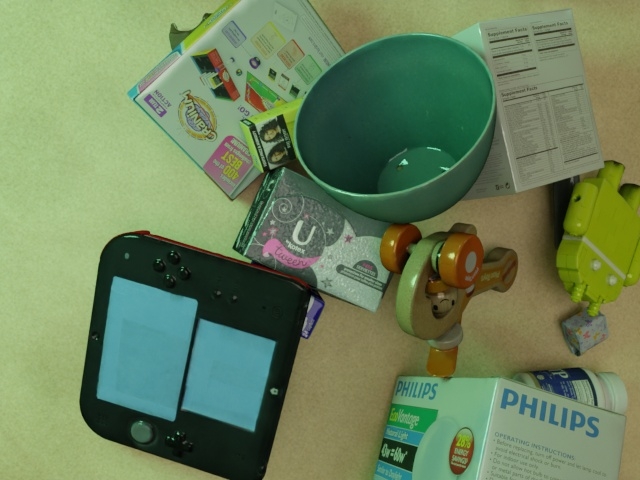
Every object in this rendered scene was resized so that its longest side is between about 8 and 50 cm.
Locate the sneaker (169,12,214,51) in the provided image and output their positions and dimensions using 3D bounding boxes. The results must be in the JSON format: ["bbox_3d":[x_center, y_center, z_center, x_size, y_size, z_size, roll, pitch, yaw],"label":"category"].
[{"bbox_3d":[-0.167,-0.364,1.077,0.189,0.066,0.071,-18,92,-6],"label":"sneaker"}]

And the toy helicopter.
[{"bbox_3d":[0.243,0.084,1.059,0.355,0.140,0.234,-8,105,-48],"label":"toy helicopter"}]

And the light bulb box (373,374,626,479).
[{"bbox_3d":[0.244,0.413,0.986,0.226,0.358,0.360,20,73,-12],"label":"light bulb box"}]

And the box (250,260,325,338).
[{"bbox_3d":[-0.072,0.100,1.087,0.137,0.126,0.072,25,92,-8],"label":"box"}]

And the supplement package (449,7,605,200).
[{"bbox_3d":[0.307,-0.218,1.054,0.198,0.199,0.262,-16,96,-23],"label":"supplement package"}]

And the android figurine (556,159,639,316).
[{"bbox_3d":[0.513,0.000,1.140,0.248,0.056,0.272,35,72,-33],"label":"android figurine"}]

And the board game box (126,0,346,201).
[{"bbox_3d":[-0.118,-0.259,1.045,0.316,0.064,0.242,-43,121,-3],"label":"board game box"}]

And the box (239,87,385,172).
[{"bbox_3d":[-0.011,-0.197,1.045,0.232,0.058,0.087,-23,118,-14],"label":"box"}]

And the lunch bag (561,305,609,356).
[{"bbox_3d":[0.506,0.176,1.200,0.071,0.053,0.083,-31,122,-4],"label":"lunch bag"}]

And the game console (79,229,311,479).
[{"bbox_3d":[-0.218,0.195,1.029,0.342,0.060,0.386,17,108,10],"label":"game console"}]

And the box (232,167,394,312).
[{"bbox_3d":[0.000,0.000,1.064,0.247,0.142,0.163,25,87,-14],"label":"box"}]

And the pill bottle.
[{"bbox_3d":[0.463,0.295,1.173,0.187,0.112,0.111,-3,94,-7],"label":"pill bottle"}]

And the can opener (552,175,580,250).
[{"bbox_3d":[0.443,-0.116,1.174,0.093,0.074,0.280,-6,94,28],"label":"can opener"}]

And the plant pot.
[{"bbox_3d":[0.130,-0.140,0.961,0.291,0.195,0.290,-10,59,17],"label":"plant pot"}]
